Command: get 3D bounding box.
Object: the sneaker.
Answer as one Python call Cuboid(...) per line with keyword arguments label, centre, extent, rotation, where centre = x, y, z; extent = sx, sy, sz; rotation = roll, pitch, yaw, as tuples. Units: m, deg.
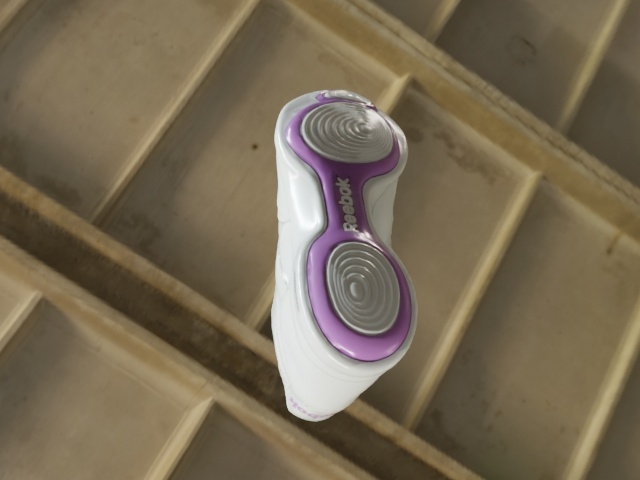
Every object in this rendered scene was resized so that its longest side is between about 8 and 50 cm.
Cuboid(label="sneaker", centre=(0.000, 0.000, 0.713), extent=(0.114, 0.152, 0.305), rotation=(13, -132, -12))
